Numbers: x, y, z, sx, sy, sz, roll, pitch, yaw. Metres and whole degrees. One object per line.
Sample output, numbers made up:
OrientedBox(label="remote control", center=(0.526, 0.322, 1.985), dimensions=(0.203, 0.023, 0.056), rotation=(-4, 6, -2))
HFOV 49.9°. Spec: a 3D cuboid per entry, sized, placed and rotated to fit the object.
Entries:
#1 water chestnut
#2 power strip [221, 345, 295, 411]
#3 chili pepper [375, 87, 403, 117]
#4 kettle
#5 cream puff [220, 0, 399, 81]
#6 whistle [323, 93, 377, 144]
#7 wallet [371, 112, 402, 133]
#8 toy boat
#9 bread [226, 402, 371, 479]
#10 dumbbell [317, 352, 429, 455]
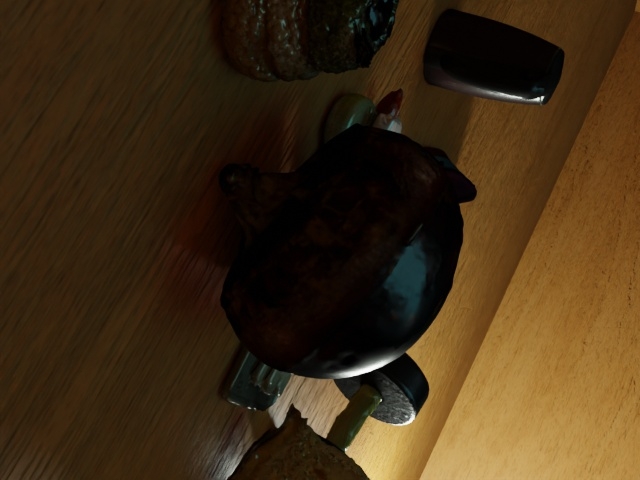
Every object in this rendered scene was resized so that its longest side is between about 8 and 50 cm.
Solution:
OrientedBox(label="water chestnut", center=(0.006, -0.001, 0.850), dimensions=(0.350, 0.302, 0.350), rotation=(-49, -171, 11))
OrientedBox(label="power strip", center=(-0.059, 0.182, 1.112), dimensions=(0.213, 0.064, 0.198), rotation=(-65, 158, -8))
OrientedBox(label="chili pepper", center=(0.073, -0.119, 1.122), dimensions=(0.071, 0.063, 0.272), rotation=(-2, 112, -52))
OrientedBox(label="kettle", center=(0.313, -0.321, 1.240), dimensions=(0.202, 0.232, 0.144), rotation=(-32, 137, -52))
OrientedBox(label="cream puff", center=(0.004, -0.243, 0.743), dimensions=(0.183, 0.169, 0.183), rotation=(-48, 151, -38))
OrientedBox(label="whistle", center=(0.030, -0.125, 1.035), dimensions=(0.198, 0.057, 0.104), rotation=(-68, 156, -2))
OrientedBox(label="wallet", center=(0.068, -0.107, 1.046), dimensions=(0.190, 0.033, 0.095), rotation=(-62, 168, 6))
OrientedBox(label="toy boat", center=(0.264, -0.127, 1.514), dimensions=(0.392, 0.079, 0.136), rotation=(4, 108, -62))
OrientedBox(label="bread", center=(-0.045, 0.471, 1.171), dimensions=(0.315, 0.248, 0.279), rotation=(-51, 159, -5))
OrientedBox(label="dumbbell", center=(0.055, 0.360, 1.335), dimensions=(0.322, 0.204, 0.204), rotation=(-49, 150, -35))
